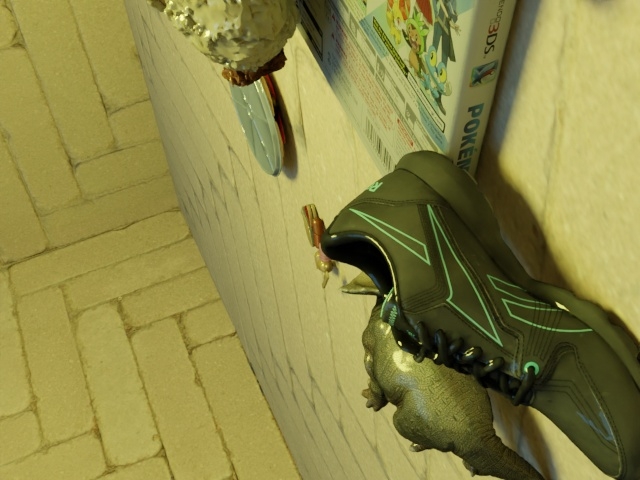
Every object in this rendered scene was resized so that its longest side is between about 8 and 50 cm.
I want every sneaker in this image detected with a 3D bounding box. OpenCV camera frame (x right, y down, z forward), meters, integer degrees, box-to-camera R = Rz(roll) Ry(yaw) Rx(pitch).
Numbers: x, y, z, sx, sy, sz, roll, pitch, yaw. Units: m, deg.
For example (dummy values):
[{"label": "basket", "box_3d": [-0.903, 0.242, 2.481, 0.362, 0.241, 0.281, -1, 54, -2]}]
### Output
[{"label": "sneaker", "box_3d": [0.106, 0.059, 0.574, 0.267, 0.106, 0.101, 50, 157, 28]}]

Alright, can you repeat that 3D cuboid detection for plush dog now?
[{"label": "plush dog", "box_3d": [-0.106, -0.251, 0.763, 0.225, 0.211, 0.262, 50, 162, 17]}]

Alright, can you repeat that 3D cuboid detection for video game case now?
[{"label": "video game case", "box_3d": [0.039, -0.199, 0.680, 0.300, 0.036, 0.329, 90, 158, -57]}]

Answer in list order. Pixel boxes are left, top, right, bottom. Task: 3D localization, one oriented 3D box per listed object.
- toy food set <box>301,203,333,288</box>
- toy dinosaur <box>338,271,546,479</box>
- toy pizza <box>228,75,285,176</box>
[{"label": "toy food set", "box_3d": [0.000, 0.000, 1.192, 0.078, 0.019, 0.122, 109, 147, -70]}, {"label": "toy dinosaur", "box_3d": [0.094, 0.128, 0.756, 0.160, 0.121, 0.313, 65, -178, -59]}, {"label": "toy pizza", "box_3d": [-0.087, -0.189, 1.238, 0.201, 0.032, 0.201, 160, 90, -76]}]
